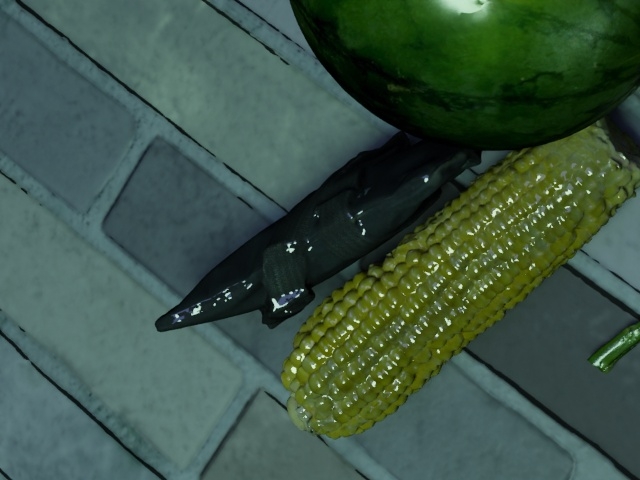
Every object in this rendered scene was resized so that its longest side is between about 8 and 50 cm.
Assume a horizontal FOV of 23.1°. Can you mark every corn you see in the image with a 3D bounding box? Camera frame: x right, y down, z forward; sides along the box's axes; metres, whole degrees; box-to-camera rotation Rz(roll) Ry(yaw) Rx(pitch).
[{"bbox_3d":[0.082,0.025,1.001,0.288,0.086,0.086,-42,74,16],"label":"corn"}]

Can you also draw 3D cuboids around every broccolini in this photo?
[{"bbox_3d":[0.219,0.037,0.963,0.140,0.035,0.030,-41,71,21],"label":"broccolini"}]

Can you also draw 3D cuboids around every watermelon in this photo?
[{"bbox_3d":[0.098,-0.173,0.910,0.242,0.242,0.242,0,90,25],"label":"watermelon"}]

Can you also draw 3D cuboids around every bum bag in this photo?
[{"bbox_3d":[0.000,0.000,1.019,0.248,0.123,0.060,-37,93,23],"label":"bum bag"}]
